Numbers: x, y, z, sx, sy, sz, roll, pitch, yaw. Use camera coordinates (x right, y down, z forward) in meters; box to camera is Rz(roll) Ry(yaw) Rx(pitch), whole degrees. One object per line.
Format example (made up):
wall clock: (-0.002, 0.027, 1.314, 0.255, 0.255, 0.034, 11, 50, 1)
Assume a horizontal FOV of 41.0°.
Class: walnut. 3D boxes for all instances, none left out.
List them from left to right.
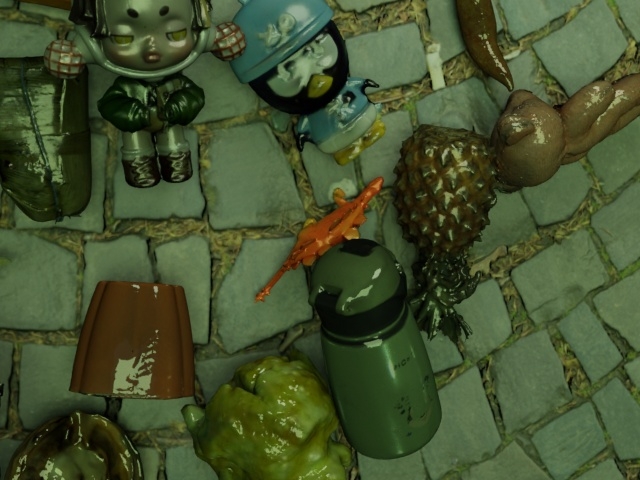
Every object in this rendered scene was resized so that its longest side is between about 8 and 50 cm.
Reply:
walnut: (-0.403, 0.379, 1.325, 0.204, 0.141, 0.238, 58, 46, -17)

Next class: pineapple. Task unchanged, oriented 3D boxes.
pineapple: (0.188, -0.001, 1.381, 0.175, 0.175, 0.360, 3, 112, -10)

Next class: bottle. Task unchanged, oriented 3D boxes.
bottle: (0.082, 0.163, 1.322, 0.169, 0.168, 0.346, -19, 119, -6)

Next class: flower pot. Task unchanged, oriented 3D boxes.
flower pot: (-0.283, 0.150, 1.313, 0.191, 0.190, 0.173, 3, 84, -10)

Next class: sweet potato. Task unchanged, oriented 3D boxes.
sweet potato: (0.250, -0.371, 1.377, 0.059, 0.067, 0.281, -32, 106, -49)

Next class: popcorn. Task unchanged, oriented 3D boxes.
popcorn: (-0.071, 0.310, 1.306, 0.226, 0.276, 0.276, -24, 101, -13)

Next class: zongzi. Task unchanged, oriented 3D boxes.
zongzi: (-0.478, -0.147, 1.259, 0.275, 0.125, 0.250, -1, 91, -8)

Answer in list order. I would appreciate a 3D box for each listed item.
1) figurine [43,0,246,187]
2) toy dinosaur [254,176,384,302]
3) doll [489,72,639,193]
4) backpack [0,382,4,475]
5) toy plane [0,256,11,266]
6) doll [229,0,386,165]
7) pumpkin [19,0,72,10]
figurine: (-0.248, -0.257, 1.224, 0.282, 0.167, 0.369, -11, 120, -17)
toy dinosaur: (0.000, 0.000, 1.359, 0.288, 0.117, 0.070, -43, 102, -4)
doll: (0.396, -0.206, 1.391, 0.303, 0.201, 0.156, -30, 64, -10)
backpack: (-0.603, 0.326, 1.222, 0.364, 0.255, 0.445, 12, 112, 31)
toy plane: (-0.590, 0.009, 1.232, 0.242, 0.104, 0.256, -34, 144, 23)
doll: (-0.026, -0.262, 1.309, 0.177, 0.141, 0.314, -39, 105, 1)
pumpkin: (-0.310, -0.439, 1.262, 0.290, 0.095, 0.258, 16, 97, -17)
